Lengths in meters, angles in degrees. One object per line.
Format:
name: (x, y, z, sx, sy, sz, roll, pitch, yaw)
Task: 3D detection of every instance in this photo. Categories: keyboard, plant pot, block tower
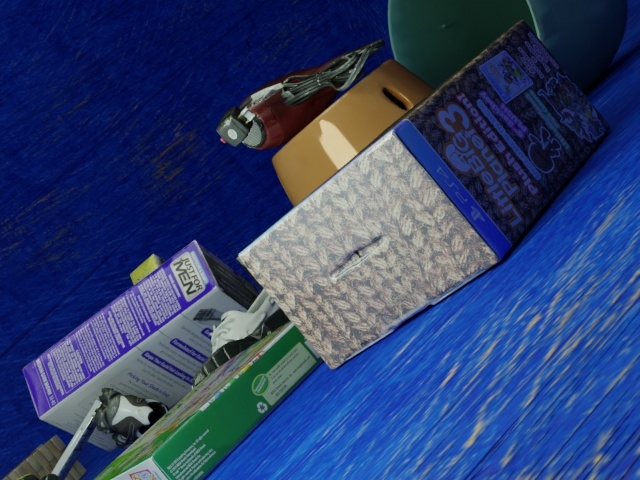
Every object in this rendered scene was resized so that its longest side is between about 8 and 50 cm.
keyboard: (-0.374, 0.339, 1.821, 0.256, 0.014, 0.072, -59, -9, -8)
plant pot: (0.077, -0.087, 1.582, 0.291, 0.203, 0.291, -40, 2, 2)
block tower: (-0.528, 0.454, 2.120, 0.097, 0.091, 0.335, -37, 4, 34)
plant pot: (0.274, -0.301, 1.731, 0.235, 0.293, 0.293, -24, -6, -32)

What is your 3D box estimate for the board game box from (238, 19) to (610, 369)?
board game box: (0.104, -0.048, 1.202, 0.232, 0.141, 0.291, -37, 3, 41)

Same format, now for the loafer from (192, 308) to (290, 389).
loafer: (-0.088, 0.149, 1.568, 0.170, 0.062, 0.061, -32, -11, -25)

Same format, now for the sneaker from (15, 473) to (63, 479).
sneaker: (-0.438, 0.416, 1.594, 0.300, 0.111, 0.121, -35, -9, -22)

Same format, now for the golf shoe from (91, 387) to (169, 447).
golf shoe: (-0.258, 0.268, 1.838, 0.198, 0.094, 0.077, 53, -132, -72)

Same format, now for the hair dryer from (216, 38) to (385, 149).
hair dryer: (-0.007, -0.179, 1.588, 0.224, 0.080, 0.293, -24, 11, 9)

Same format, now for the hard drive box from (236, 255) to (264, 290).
hard drive box: (0.000, 0.000, 1.949, 0.232, 0.089, 0.181, -41, 18, -5)

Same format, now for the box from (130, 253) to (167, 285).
box: (-0.202, 0.107, 2.045, 0.058, 0.087, 0.232, -40, -39, 14)

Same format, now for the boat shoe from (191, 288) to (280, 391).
boat shoe: (-0.107, 0.135, 1.676, 0.095, 0.084, 0.258, -37, 3, 37)

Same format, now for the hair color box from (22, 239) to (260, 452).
hair color box: (-0.257, 0.165, 1.919, 0.339, 0.110, 0.185, -35, -36, 9)

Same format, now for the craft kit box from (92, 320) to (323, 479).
craft kit box: (-0.126, 0.194, 1.320, 0.250, 0.061, 0.247, -41, 1, -38)
